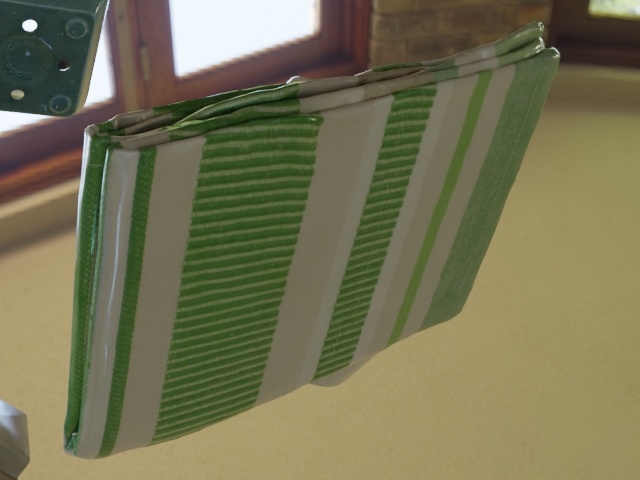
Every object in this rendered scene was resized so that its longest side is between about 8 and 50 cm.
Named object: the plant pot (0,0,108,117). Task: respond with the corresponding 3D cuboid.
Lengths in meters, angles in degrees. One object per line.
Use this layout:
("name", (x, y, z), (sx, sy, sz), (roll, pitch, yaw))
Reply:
("plant pot", (-0.378, -0.281, 1.242), (0.247, 0.247, 0.252), (3, -140, -27))

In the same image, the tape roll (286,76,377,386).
("tape roll", (0.002, -0.009, 0.956), (0.246, 0.169, 0.246), (42, -162, -17))

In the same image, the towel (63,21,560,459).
("towel", (0.000, 0.000, 0.612), (0.324, 0.248, 0.038), (-19, -132, -37))

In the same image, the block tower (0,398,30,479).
("block tower", (-0.337, 0.247, 0.700), (0.335, 0.097, 0.091), (-53, -157, -1))
